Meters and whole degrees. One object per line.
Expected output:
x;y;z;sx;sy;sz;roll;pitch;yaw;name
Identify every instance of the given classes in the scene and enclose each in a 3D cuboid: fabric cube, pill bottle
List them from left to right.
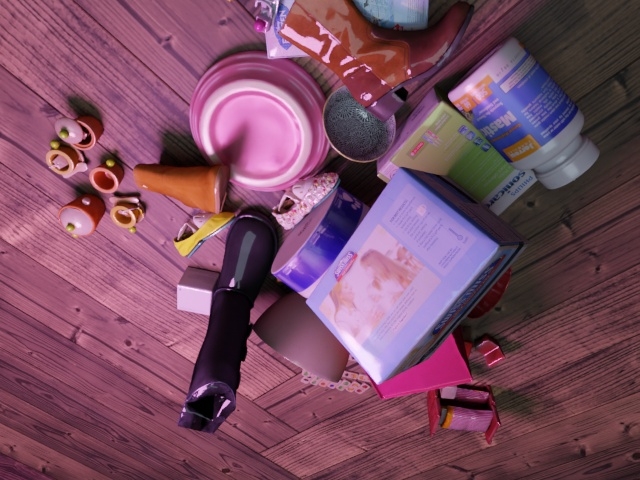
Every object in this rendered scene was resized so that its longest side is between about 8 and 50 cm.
0.230;0.221;1.212;0.254;0.258;0.259;-17;121;18;fabric cube
0.387;-0.230;0.857;0.272;0.152;0.152;45;119;-5;pill bottle

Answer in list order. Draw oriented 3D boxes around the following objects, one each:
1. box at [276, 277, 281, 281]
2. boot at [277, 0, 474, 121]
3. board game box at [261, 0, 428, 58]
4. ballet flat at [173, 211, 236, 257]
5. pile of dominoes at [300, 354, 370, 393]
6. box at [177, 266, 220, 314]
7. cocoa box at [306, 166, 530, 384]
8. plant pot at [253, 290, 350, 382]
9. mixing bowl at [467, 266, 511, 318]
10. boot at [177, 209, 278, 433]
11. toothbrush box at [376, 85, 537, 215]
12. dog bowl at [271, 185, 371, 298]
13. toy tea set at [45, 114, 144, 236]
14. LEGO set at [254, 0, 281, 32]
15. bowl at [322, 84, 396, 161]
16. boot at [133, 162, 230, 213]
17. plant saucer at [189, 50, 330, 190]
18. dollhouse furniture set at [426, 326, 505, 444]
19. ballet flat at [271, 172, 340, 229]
-0.049;0.074;1.248;0.136;0.081;0.028;-7;123;10;box
0.099;-0.401;0.836;0.281;0.096;0.264;39;130;-13;boot
0.040;-0.514;0.834;0.319;0.065;0.318;0;125;6;board game box
-0.319;-0.029;1.206;0.231;0.077;0.077;-32;102;36;ballet flat
0.064;0.452;1.525;0.252;0.040;0.195;12;125;-2;pile of dominoes
-0.357;0.148;1.331;0.101;0.087;0.101;12;125;-2;box
0.185;0.065;0.895;0.231;0.228;0.347;45;116;26;cocoa box
-0.019;0.235;1.271;0.284;0.284;0.190;33;87;-16;plant pot
0.400;0.104;1.188;0.182;0.098;0.181;-17;123;-29;mixing bowl
-0.224;0.186;1.123;0.146;0.445;0.366;14;125;-3;boot
0.297;-0.167;1.015;0.283;0.122;0.206;31;121;-14;toothbrush box
0.000;0.000;1.077;0.104;0.264;0.265;36;121;-12;dog bowl
-0.591;-0.142;1.132;0.200;0.124;0.335;-4;124;9;toy tea set
-0.213;-0.478;0.817;0.287;0.107;0.132;23;132;10;LEGO set
0.072;-0.246;0.994;0.170;0.080;0.169;1;85;-19;bowl
-0.321;-0.132;1.038;0.212;0.295;0.104;16;81;-12;boot
-0.140;-0.249;1.031;0.333;0.084;0.331;3;125;4;plant saucer
0.464;0.453;1.410;0.202;0.152;0.373;5;125;3;dollhouse furniture set
-0.047;-0.099;1.091;0.077;0.091;0.241;34;139;-14;ballet flat
